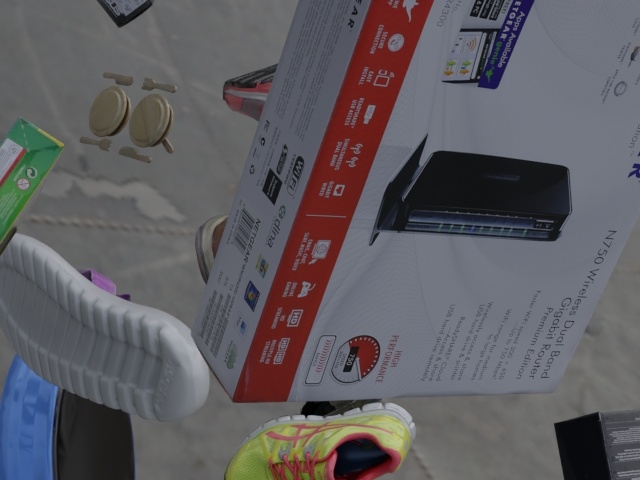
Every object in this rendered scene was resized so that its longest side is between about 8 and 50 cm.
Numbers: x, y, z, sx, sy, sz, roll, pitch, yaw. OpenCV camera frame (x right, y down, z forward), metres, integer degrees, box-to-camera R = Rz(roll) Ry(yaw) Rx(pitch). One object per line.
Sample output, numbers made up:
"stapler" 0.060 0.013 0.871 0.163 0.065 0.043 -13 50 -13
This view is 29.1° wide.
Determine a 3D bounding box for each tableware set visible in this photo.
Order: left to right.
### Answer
"tableware set" -0.295 -0.194 1.951 0.194 0.128 0.039 17 -4 42

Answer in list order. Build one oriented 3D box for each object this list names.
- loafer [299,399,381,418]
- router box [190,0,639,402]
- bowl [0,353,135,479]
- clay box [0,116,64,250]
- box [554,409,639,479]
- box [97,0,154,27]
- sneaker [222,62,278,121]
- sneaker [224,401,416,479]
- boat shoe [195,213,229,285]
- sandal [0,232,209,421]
"loafer" 0.047 0.253 2.124 0.087 0.251 0.094 12 35 -36
"router box" 0.098 -0.046 0.870 0.301 0.335 0.082 2 29 -33
"bowl" -0.354 0.323 1.777 0.077 0.391 0.391 -6 28 8
"clay box" -0.307 -0.018 1.138 0.053 0.222 0.127 34 65 -11
"box" 0.510 0.370 1.993 0.261 0.103 0.184 4 69 -40
"box" -0.288 -0.389 1.525 0.231 0.056 0.183 52 14 -19
"sneaker" -0.013 -0.148 1.550 0.116 0.136 0.314 -24 24 -37
"sneaker" -0.005 0.227 1.270 0.094 0.208 0.081 -81 150 -72
"boat shoe" 0.000 0.000 1.465 0.324 0.116 0.123 -14 84 -49
"sandal" -0.265 0.106 1.481 0.416 0.169 0.102 26 28 38
